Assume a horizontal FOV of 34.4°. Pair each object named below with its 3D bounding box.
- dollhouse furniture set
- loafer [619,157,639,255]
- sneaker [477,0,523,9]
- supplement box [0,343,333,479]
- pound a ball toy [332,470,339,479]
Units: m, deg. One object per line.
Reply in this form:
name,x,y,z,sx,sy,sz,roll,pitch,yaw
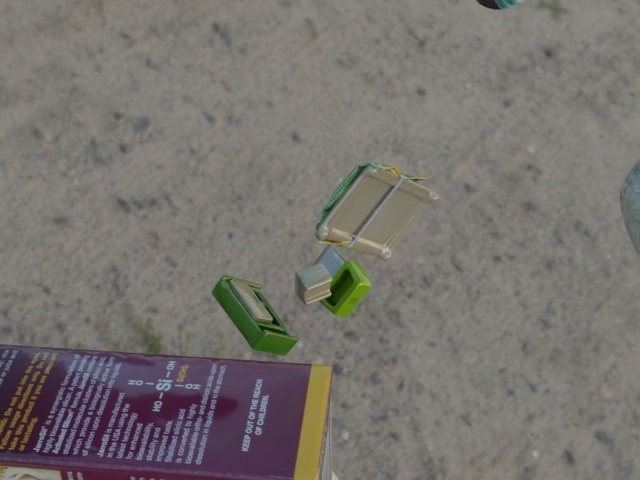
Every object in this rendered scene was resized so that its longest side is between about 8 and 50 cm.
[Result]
dollhouse furniture set,0.000,0.000,0.660,0.076,0.151,0.058,17,27,-48
loafer,0.342,-0.054,0.615,0.320,0.112,0.111,-9,29,15
sneaker,0.259,-0.334,1.207,0.098,0.224,0.083,-28,99,-22
supplement box,-0.090,0.120,0.530,0.188,0.104,0.080,3,37,5
pound a ball toy,0.031,0.451,1.202,0.208,0.135,0.319,14,58,19
